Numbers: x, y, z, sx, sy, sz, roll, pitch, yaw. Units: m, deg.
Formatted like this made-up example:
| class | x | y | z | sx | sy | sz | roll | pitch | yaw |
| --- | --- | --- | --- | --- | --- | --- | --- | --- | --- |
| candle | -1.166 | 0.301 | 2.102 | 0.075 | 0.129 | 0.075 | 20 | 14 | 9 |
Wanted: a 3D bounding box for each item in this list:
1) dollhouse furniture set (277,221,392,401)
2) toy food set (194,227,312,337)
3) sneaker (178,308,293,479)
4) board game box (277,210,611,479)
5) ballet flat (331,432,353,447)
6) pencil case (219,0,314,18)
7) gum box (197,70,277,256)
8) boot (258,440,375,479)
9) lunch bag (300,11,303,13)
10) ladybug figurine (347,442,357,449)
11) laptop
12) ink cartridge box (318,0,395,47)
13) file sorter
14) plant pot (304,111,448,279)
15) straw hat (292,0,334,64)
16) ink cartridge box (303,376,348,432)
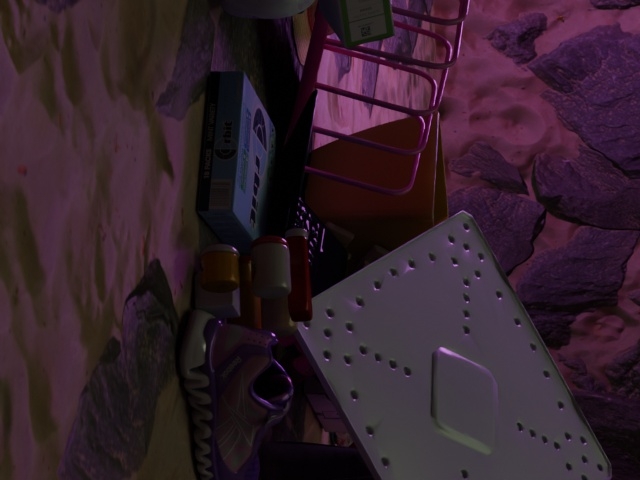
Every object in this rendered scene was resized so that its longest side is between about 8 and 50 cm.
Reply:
| class | x | y | z | sx | sy | sz | roll | pitch | yaw |
| --- | --- | --- | --- | --- | --- | --- | --- | --- | --- |
| dollhouse furniture set | 0.050 | 0.139 | 2.052 | 0.161 | 0.242 | 0.212 | -49 | -159 | 42 |
| toy food set | -0.068 | 0.030 | 1.593 | 0.232 | 0.111 | 0.104 | 67 | 19 | -67 |
| sneaker | -0.077 | 0.174 | 1.567 | 0.095 | 0.104 | 0.236 | -79 | 167 | -50 |
| board game box | 0.156 | 0.196 | 1.808 | 0.390 | 0.050 | 0.390 | -28 | 90 | -49 |
| ballet flat | 0.066 | 0.223 | 2.426 | 0.091 | 0.077 | 0.241 | 68 | 24 | -62 |
| pencil case | -0.065 | -0.362 | 1.562 | 0.124 | 0.113 | 0.273 | -68 | 157 | -44 |
| gum box | -0.088 | -0.078 | 1.661 | 0.184 | 0.041 | 0.157 | 62 | 30 | -71 |
| boot | 0.025 | 0.318 | 1.808 | 0.076 | 0.208 | 0.190 | 92 | -4 | -52 |
| lunch bag | -0.043 | -0.355 | 1.740 | 0.129 | 0.096 | 0.151 | -74 | 171 | -54 |
| ladybug figurine | 0.100 | 0.376 | 1.922 | 0.449 | 0.305 | 0.162 | -57 | 147 | -11 |
| laptop | 0.000 | 0.000 | 1.837 | 0.264 | 0.136 | 0.234 | 49 | 35 | -34 |
| ink cartridge box | 0.025 | -0.325 | 1.635 | 0.109 | 0.062 | 0.209 | -117 | -167 | -54 |
| file sorter | 0.074 | -0.232 | 1.931 | 0.202 | 0.182 | 0.291 | -77 | -178 | -48 |
| plant pot | 0.080 | -0.035 | 2.167 | 0.212 | 0.187 | 0.212 | 79 | 13 | -46 |
| straw hat | 0.004 | -0.310 | 2.093 | 0.144 | 0.061 | 0.144 | 0 | 90 | -80 |
| ink cartridge box | 0.033 | 0.190 | 2.233 | 0.191 | 0.082 | 0.140 | 65 | 27 | -64 |
